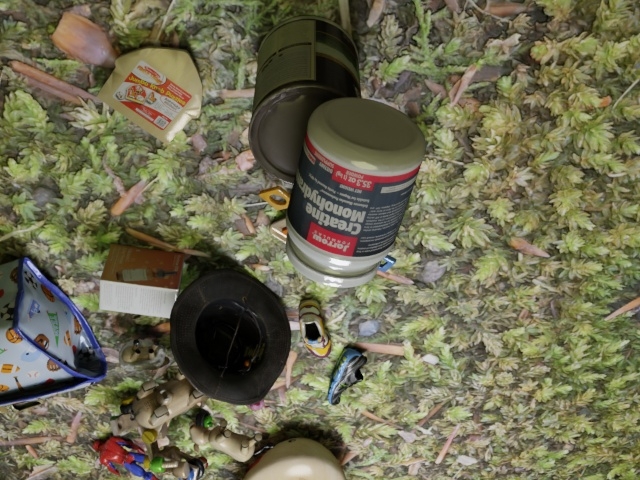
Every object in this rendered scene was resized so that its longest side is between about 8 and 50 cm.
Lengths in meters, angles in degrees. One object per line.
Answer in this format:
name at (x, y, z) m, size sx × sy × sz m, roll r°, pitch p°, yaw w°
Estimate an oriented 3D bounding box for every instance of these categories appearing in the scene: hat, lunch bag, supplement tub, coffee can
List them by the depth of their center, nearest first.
supplement tub at (0.049, -0.077, 1.398) m, size 0.191 × 0.191 × 0.272 m, roll 9°, pitch 128°, yaw -8°
coffee can at (-0.024, -0.259, 1.551) m, size 0.201 × 0.275 × 0.202 m, roll 0°, pitch 129°, yaw 0°
hat at (-0.232, 0.222, 1.969) m, size 0.133 × 0.331 × 0.331 m, roll -10°, pitch 136°, yaw 48°
lunch bag at (-0.728, 0.261, 1.996) m, size 0.327 × 0.239 × 0.385 m, roll -14°, pitch 143°, yaw 10°

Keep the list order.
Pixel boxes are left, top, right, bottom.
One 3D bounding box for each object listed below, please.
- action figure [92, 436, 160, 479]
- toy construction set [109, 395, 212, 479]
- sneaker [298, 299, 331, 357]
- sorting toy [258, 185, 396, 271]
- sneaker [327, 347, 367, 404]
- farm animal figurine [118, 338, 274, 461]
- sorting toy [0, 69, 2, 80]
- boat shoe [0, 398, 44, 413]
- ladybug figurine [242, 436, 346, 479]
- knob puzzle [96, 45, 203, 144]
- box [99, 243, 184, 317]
action figure at (-0.497, 0.617, 2.339) m, size 0.280 × 0.092 × 0.139 m, roll 18°, pitch 156°, yaw 21°
toy construction set at (-0.430, 0.526, 2.173) m, size 0.237 × 0.309 × 0.258 m, roll -8°, pitch 120°, yaw 12°
sneaker at (-0.016, 0.234, 2.064) m, size 0.069 × 0.084 × 0.186 m, roll -12°, pitch 127°, yaw 9°
sorting toy at (0.000, 0.000, 1.860) m, size 0.347 × 0.047 × 0.196 m, roll 33°, pitch 148°, yaw -23°
sneaker at (0.067, 0.356, 2.172) m, size 0.078 × 0.067 × 0.188 m, roll 18°, pitch 123°, yaw -7°
farm animal figurine at (-0.304, 0.385, 2.050) m, size 0.326 × 0.331 × 0.172 m, roll -5°, pitch 153°, yaw -22°
sorting toy at (-0.648, -0.330, 1.657) m, size 0.062 × 0.012 × 0.083 m, roll 23°, pitch 128°, yaw -12°
boat shoe at (-0.786, 0.425, 2.232) m, size 0.152 × 0.048 × 0.056 m, roll -17°, pitch 126°, yaw 12°
ladybug figurine at (-0.088, 0.706, 2.388) m, size 0.304 × 0.162 × 0.449 m, roll 16°, pitch 126°, yaw -13°
knob puzzle at (-0.315, -0.304, 1.669) m, size 0.213 × 0.030 × 0.213 m, roll 0°, pitch 128°, yaw 0°
box at (-0.400, 0.091, 1.918) m, size 0.170 × 0.130 × 0.091 m, roll 7°, pitch 127°, yaw -7°
